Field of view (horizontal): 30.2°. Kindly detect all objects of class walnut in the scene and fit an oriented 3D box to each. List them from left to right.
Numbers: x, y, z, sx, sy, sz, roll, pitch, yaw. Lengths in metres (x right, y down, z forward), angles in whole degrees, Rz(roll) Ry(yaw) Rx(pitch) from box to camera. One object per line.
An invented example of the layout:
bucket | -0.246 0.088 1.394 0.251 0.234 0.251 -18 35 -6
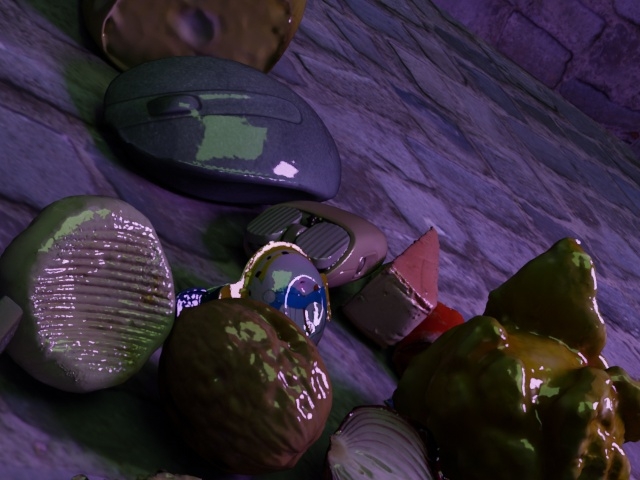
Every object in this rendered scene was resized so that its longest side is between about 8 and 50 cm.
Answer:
walnut | -0.076 0.135 1.135 0.184 0.155 0.155 47 23 9

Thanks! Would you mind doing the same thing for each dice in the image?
dice | -0.175 -0.341 1.643 0.238 0.233 0.227 32 25 -30

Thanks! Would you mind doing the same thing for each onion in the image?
onion | 0.065 0.268 1.204 0.151 0.098 0.206 18 32 1

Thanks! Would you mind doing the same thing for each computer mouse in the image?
computer mouse | -0.103 -0.144 1.535 0.374 0.114 0.203 7 55 -45
computer mouse | 0.000 0.000 1.516 0.145 0.082 0.236 23 14 23

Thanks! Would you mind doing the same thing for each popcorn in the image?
popcorn | 0.260 0.202 1.369 0.325 0.321 0.290 13 37 -20

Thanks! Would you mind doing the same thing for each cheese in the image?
cheese | -0.067 0.082 1.314 0.250 0.064 0.157 -10 94 -48

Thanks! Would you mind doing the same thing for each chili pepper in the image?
chili pepper | 0.153 0.128 1.603 0.086 0.084 0.192 41 27 -5

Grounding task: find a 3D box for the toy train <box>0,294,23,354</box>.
toy train | -0.342 0.077 0.811 0.202 0.131 0.300 43 24 -10

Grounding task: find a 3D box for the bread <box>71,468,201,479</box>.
bread | -0.113 0.268 0.890 0.245 0.121 0.174 25 38 -45

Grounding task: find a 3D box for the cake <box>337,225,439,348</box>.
cake | 0.113 0.063 1.613 0.090 0.109 0.225 46 24 2

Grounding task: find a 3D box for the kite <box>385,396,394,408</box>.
kite | 0.115 0.222 1.489 0.090 0.004 0.122 30 30 -28

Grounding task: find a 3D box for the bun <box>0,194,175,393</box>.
bun | -0.222 0.050 1.076 0.183 0.102 0.183 3 86 -44
